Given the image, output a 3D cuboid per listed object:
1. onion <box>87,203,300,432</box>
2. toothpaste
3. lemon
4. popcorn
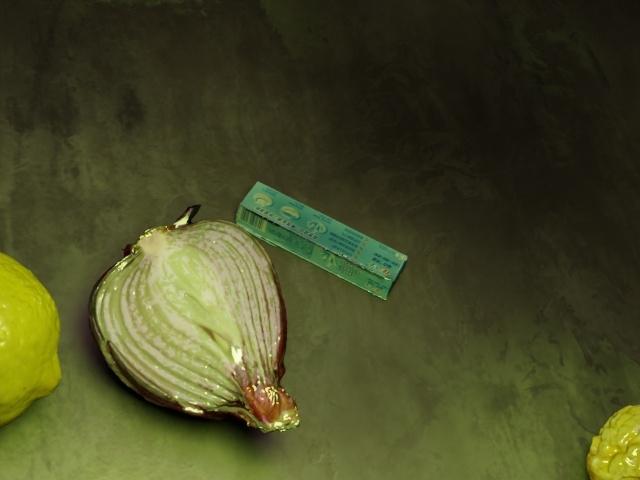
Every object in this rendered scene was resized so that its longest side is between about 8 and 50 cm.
[{"bbox_3d":[-0.155,0.149,1.524,0.267,0.159,0.348,-28,71,-16],"label":"onion"},{"bbox_3d":[0.000,0.000,1.731,0.272,0.053,0.066,26,49,9],"label":"toothpaste"},{"bbox_3d":[-0.478,0.120,1.412,0.310,0.253,0.253,22,53,5],"label":"lemon"},{"bbox_3d":[0.463,0.320,1.542,0.180,0.180,0.170,30,26,10],"label":"popcorn"}]
